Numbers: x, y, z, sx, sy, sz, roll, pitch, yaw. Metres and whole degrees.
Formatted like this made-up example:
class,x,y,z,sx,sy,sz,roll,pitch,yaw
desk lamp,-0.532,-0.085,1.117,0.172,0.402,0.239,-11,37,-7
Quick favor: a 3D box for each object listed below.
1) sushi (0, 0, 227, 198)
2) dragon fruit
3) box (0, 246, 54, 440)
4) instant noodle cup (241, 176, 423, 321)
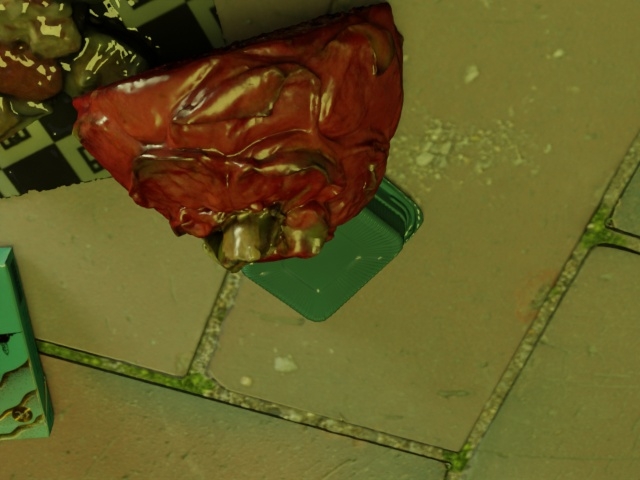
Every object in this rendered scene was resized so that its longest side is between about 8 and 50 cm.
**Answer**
class,x,y,z,sx,sy,sz,roll,pitch,yaw
sushi,-0.258,-0.176,1.014,0.340,0.068,0.320,-10,120,4
dragon fruit,-0.042,-0.075,0.974,0.317,0.152,0.205,-20,101,-6
box,-0.387,0.118,1.198,0.162,0.041,0.229,-5,120,1
instant noodle cup,0.000,0.000,1.129,0.157,0.070,0.179,37,112,-23
